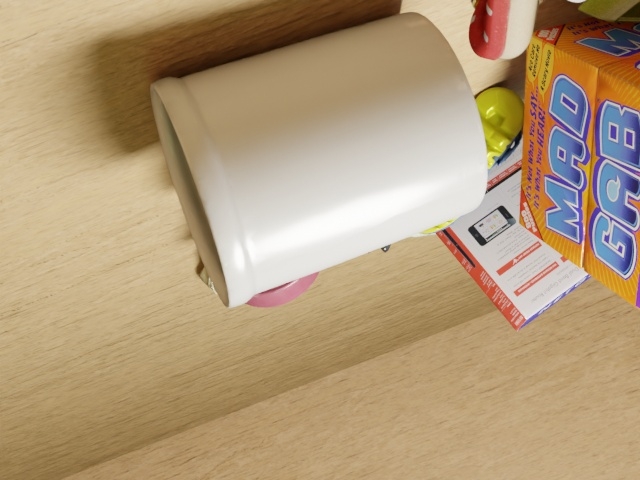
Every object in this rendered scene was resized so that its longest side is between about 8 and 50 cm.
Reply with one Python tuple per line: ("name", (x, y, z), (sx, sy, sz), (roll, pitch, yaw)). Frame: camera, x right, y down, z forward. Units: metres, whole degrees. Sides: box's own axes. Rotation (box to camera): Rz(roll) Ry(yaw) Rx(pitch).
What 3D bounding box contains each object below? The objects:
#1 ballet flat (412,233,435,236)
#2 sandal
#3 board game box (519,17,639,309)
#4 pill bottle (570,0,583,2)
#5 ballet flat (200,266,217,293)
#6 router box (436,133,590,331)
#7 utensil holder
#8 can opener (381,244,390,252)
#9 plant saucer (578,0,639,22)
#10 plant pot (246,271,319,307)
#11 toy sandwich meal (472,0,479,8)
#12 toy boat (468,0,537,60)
("ballet flat", (0.290, -0.085, 2.185), (0.409, 0.147, 0.147), (-8, 157, -33))
("sandal", (0.273, -0.137, 1.946), (0.317, 0.126, 0.138), (-48, 166, 16))
("board game box", (0.572, -0.151, 1.680), (0.356, 0.356, 0.356), (-17, 123, -21))
("pill bottle", (0.387, -0.411, 1.453), (0.087, 0.087, 0.160), (-8, 157, -35))
("ballet flat", (-0.199, 0.069, 2.143), (0.086, 0.086, 0.248), (-17, 161, -11))
("router box", (0.418, -0.040, 2.046), (0.335, 0.301, 0.082), (-33, 164, -16))
("utensil holder", (-0.006, -0.124, 1.475), (0.385, 0.328, 0.327), (-20, 161, -12))
("can opener", (0.098, -0.035, 1.632), (0.059, 0.073, 0.186), (-13, -153, 11))
("plant saucer", (0.513, -0.380, 1.567), (0.188, 0.045, 0.188), (-9, 160, -40))
("plant pot", (-0.112, -0.006, 1.891), (0.201, 0.201, 0.180), (-22, 146, 2))
("toy sandwich meal", (0.263, -0.356, 1.557), (0.085, 0.029, 0.085), (-19, 161, -7))
("toy boat", (0.221, -0.347, 1.414), (0.151, 0.151, 0.231), (11, 156, 10))
